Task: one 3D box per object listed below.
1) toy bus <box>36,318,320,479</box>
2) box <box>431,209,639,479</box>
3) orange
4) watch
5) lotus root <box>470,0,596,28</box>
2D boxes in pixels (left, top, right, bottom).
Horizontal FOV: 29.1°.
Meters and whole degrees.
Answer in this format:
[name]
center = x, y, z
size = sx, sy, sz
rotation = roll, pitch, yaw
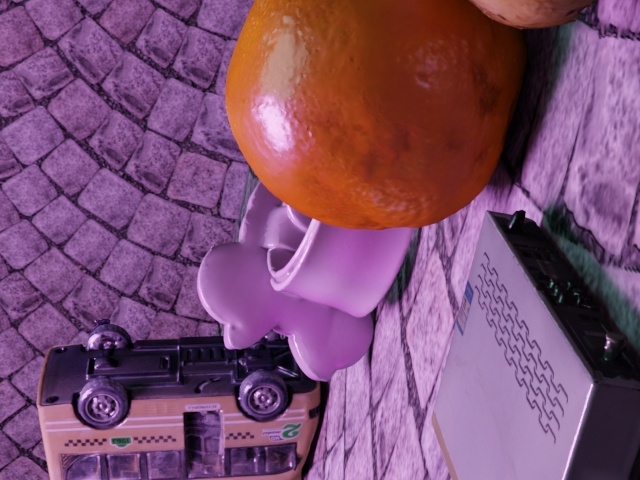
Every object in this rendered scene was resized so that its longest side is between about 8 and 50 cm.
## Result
[toy bus]
center = -0.184, 0.228, 1.650
size = 0.177, 0.365, 0.202
rotation = -100, 10, -64
[box]
center = 0.136, 0.109, 0.815
size = 0.270, 0.045, 0.211
rotation = -106, 27, -69
[orange]
center = 0.043, -0.138, 1.020
size = 0.261, 0.261, 0.261
rotation = -171, 90, -80
[watch]
center = 0.000, 0.000, 1.321
size = 0.217, 0.211, 0.248
rotation = 139, 148, -62
[lotus root]
center = 0.140, -0.223, 0.801
size = 0.284, 0.146, 0.160
rotation = -107, 17, -64
